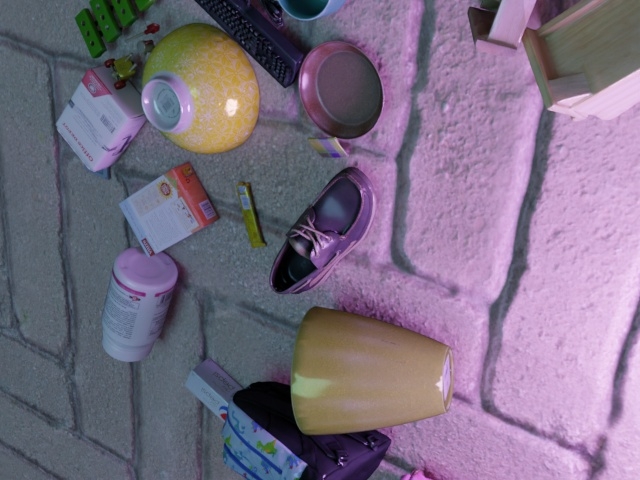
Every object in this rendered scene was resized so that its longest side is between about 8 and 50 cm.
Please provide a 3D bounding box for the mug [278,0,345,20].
[{"bbox_3d":[0.004,-0.481,1.627,0.158,0.097,0.129,9,116,32],"label":"mug"}]

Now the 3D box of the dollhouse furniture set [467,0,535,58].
[{"bbox_3d":[0.152,-0.480,1.367,0.394,0.362,0.256,14,122,-4],"label":"dollhouse furniture set"}]

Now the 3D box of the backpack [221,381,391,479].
[{"bbox_3d":[-0.070,0.466,2.022,0.355,0.290,0.273,38,121,25],"label":"backpack"}]

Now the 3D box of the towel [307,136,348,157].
[{"bbox_3d":[0.015,-0.191,1.792,0.083,0.009,0.060,5,145,46],"label":"towel"}]

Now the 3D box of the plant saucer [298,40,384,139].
[{"bbox_3d":[0.047,-0.298,1.725,0.199,0.036,0.198,16,120,30],"label":"plant saucer"}]

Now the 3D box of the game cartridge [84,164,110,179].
[{"bbox_3d":[-0.570,-0.193,2.235,0.083,0.017,0.056,25,127,24],"label":"game cartridge"}]

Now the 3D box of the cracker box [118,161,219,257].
[{"bbox_3d":[-0.368,-0.071,2.114,0.232,0.067,0.155,-25,95,40],"label":"cracker box"}]

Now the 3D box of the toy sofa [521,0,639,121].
[{"bbox_3d":[0.505,-0.330,1.327,0.363,0.177,0.150,-30,68,41],"label":"toy sofa"}]

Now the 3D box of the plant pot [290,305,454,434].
[{"bbox_3d":[0.122,0.280,1.825,0.294,0.275,0.274,1,113,19],"label":"plant pot"}]

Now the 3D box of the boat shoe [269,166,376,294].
[{"bbox_3d":[0.000,0.000,1.839,0.132,0.130,0.355,40,129,14],"label":"boat shoe"}]

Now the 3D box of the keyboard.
[{"bbox_3d":[-0.154,-0.455,1.755,0.317,0.033,0.201,44,152,10],"label":"keyboard"}]

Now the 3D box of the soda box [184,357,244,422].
[{"bbox_3d":[-0.242,0.406,2.247,0.216,0.074,0.069,39,129,15],"label":"soda box"}]

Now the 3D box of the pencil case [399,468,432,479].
[{"bbox_3d":[0.337,0.635,1.885,0.386,0.160,0.167,17,96,30],"label":"pencil case"}]

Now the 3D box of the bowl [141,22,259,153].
[{"bbox_3d":[-0.292,-0.310,1.886,0.290,0.156,0.289,16,120,30],"label":"bowl"}]

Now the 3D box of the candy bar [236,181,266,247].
[{"bbox_3d":[-0.160,-0.057,2.002,0.040,0.018,0.161,-2,110,33],"label":"candy bar"}]

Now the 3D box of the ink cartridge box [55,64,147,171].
[{"bbox_3d":[-0.522,-0.293,2.102,0.158,0.092,0.218,51,129,5],"label":"ink cartridge box"}]

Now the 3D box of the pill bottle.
[{"bbox_3d":[-0.471,0.168,2.241,0.160,0.160,0.283,35,127,17],"label":"pill bottle"}]

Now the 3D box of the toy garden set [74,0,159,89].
[{"bbox_3d":[-0.435,-0.478,1.970,0.244,0.049,0.203,-29,83,39],"label":"toy garden set"}]
